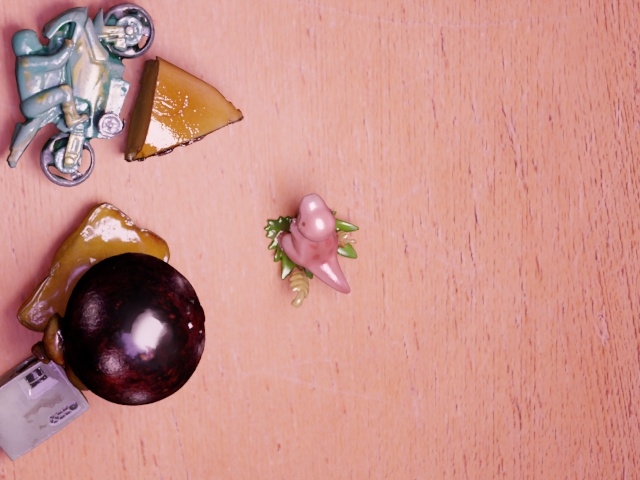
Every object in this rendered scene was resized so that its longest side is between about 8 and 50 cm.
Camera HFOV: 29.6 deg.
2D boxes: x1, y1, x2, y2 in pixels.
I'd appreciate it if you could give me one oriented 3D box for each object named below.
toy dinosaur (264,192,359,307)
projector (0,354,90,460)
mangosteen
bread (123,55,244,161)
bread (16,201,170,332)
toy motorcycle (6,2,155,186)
[{"bbox_3d":[0.007,-0.001,1.952,0.152,0.177,0.194,-16,107,-15],"label":"toy dinosaur"},{"bbox_3d":[-0.456,0.255,1.902,0.147,0.061,0.115,-35,111,-10],"label":"projector"},{"bbox_3d":[-0.299,0.136,1.770,0.265,0.228,0.228,-12,106,11],"label":"mangosteen"},{"bbox_3d":[-0.224,-0.173,1.861,0.169,0.140,0.160,29,85,-23],"label":"bread"},{"bbox_3d":[-0.350,0.065,1.890,0.161,0.088,0.233,39,84,-27],"label":"bread"},{"bbox_3d":[-0.375,-0.232,1.809,0.198,0.109,0.296,19,93,-20],"label":"toy motorcycle"}]
